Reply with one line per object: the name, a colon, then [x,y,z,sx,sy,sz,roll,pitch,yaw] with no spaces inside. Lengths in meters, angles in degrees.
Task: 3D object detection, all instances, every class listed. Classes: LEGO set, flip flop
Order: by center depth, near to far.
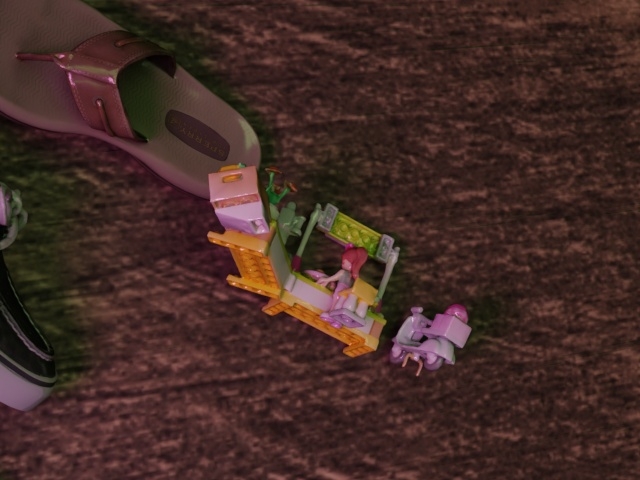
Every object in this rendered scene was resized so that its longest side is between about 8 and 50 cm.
flip flop: [-0.149,-0.114,0.955,0.277,0.080,0.112,30,70,-31]
LEGO set: [0.000,0.000,0.999,0.287,0.132,0.107,39,63,-36]

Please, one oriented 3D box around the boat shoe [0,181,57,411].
boat shoe: [-0.261,-0.013,0.869,0.105,0.113,0.306,-34,111,-2]
